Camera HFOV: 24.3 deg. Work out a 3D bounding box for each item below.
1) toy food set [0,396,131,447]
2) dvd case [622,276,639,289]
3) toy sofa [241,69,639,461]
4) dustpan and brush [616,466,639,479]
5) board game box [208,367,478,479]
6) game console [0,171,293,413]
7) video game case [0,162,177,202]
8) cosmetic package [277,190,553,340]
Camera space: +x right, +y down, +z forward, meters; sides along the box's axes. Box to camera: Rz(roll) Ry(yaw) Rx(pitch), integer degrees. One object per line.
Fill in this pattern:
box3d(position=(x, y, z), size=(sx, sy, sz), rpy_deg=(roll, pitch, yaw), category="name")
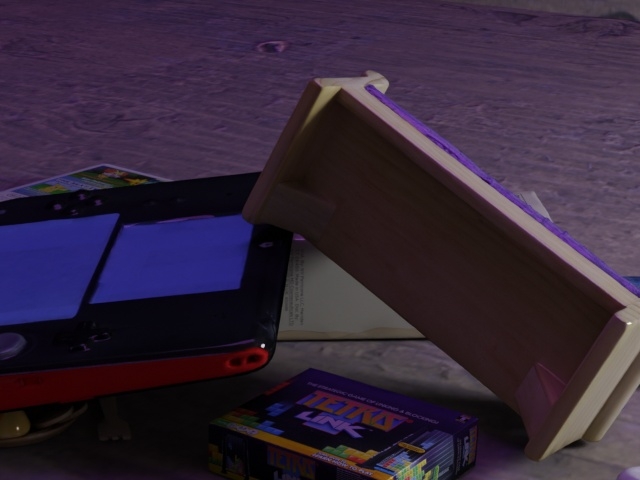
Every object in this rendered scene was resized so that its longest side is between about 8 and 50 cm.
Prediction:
box3d(position=(-0.264, 0.138, 1.264), size=(0.192, 0.038, 0.132), rpy_deg=(-4, 19, -13), category="toy food set")
box3d(position=(0.369, 0.081, 1.470), size=(0.180, 0.022, 0.253), rpy_deg=(0, 15, -3), category="dvd case")
box3d(position=(0.128, 0.010, 1.276), size=(0.362, 0.150, 0.177), rpy_deg=(40, 27, 24), category="toy sofa")
box3d(position=(0.233, 0.199, 1.088), size=(0.211, 0.060, 0.147), rpy_deg=(10, 4, 17), category="dustpan and brush")
box3d(position=(0.019, 0.163, 1.190), size=(0.170, 0.048, 0.141), rpy_deg=(13, 24, 33), category="board game box")
box3d(position=(-0.197, 0.033, 1.322), size=(0.342, 0.060, 0.386), rpy_deg=(-10, 23, 7), category="game console")
box3d(position=(-0.251, -0.018, 1.736), size=(0.329, 0.036, 0.300), rpy_deg=(14, 23, 37), category="video game case")
box3d(position=(0.076, 0.023, 1.510), size=(0.310, 0.113, 0.160), rpy_deg=(1, 19, -2), category="cosmetic package")
